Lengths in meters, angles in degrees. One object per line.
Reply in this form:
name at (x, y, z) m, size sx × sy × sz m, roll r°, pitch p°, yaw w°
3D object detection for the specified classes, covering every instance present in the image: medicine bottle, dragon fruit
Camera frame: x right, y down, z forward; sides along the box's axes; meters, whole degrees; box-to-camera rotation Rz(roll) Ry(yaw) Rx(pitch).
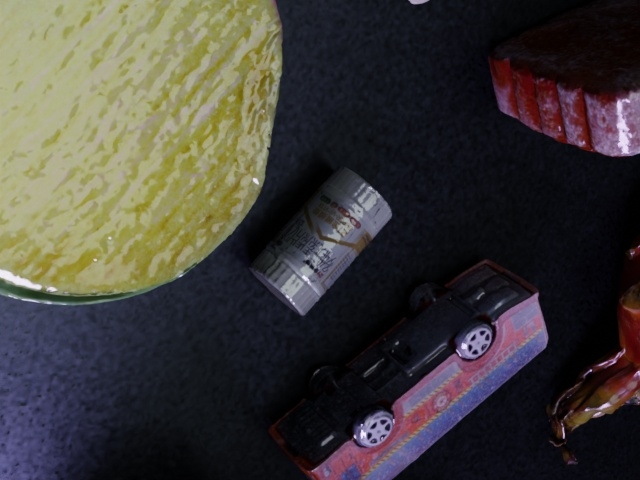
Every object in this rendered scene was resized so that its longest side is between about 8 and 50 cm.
medicine bottle at (0.000, 0.000, 0.717) m, size 0.083 × 0.047 × 0.047 m, roll -48°, pitch 123°, yaw -8°
dragon fruit at (0.249, 0.062, 0.856) m, size 0.246 × 0.125 × 0.125 m, roll -47°, pitch 139°, yaw 11°

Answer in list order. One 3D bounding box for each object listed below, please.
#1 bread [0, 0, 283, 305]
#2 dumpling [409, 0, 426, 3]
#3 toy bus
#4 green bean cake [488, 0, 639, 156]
bread at (-0.122, -0.074, 0.630) m, size 0.228 × 0.033 × 0.229 m, roll -9°, pitch 109°, yaw -27°
dumpling at (0.002, -0.186, 0.590) m, size 0.250 × 0.132 × 0.163 m, roll 6°, pitch 66°, yaw -42°
toy bus at (0.062, 0.093, 0.776) m, size 0.192 × 0.065 × 0.077 m, roll -38°, pitch 128°, yaw -14°
green bean cake at (0.191, -0.105, 0.739) m, size 0.135 × 0.135 × 0.056 m, roll -26°, pitch 118°, yaw -20°
